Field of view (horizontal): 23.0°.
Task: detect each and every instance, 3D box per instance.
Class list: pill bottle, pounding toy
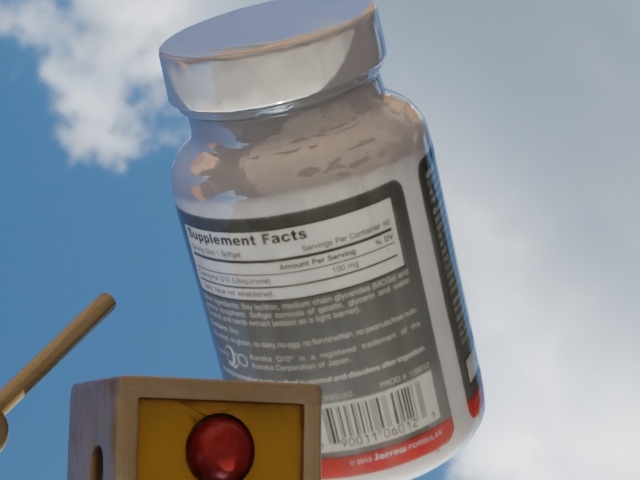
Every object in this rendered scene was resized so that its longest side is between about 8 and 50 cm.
[{"bbox_3d":[0.000,0.000,1.256,0.210,0.210,0.363,-31,-64,-40],"label":"pill bottle"},{"bbox_3d":[-0.105,0.115,0.891,0.206,0.094,0.181,6,-101,-28],"label":"pounding toy"}]
